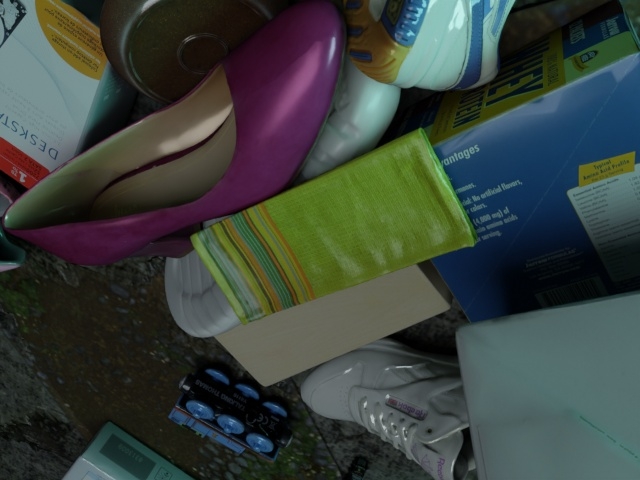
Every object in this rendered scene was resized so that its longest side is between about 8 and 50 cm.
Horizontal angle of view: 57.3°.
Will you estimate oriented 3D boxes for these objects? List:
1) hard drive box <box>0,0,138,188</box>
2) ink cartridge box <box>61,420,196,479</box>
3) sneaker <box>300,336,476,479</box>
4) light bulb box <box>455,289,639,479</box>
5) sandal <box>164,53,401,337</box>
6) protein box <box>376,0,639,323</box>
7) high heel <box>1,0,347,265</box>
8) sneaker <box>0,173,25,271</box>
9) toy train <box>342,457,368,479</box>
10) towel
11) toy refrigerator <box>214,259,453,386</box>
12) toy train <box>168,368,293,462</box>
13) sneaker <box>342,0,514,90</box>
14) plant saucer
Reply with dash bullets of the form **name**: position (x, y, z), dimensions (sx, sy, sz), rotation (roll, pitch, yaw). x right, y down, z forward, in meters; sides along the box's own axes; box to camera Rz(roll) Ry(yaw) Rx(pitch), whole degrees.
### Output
- **hard drive box**: position (-0.290, -0.177, 0.606), dimensions (0.181, 0.089, 0.232), rotation (35, 129, -4)
- **ink cartridge box**: position (-0.370, 0.542, 1.143), dimensions (0.308, 0.091, 0.385), rotation (37, 127, -6)
- **sneaker**: position (0.106, 0.194, 0.678), dimensions (0.305, 0.152, 0.114), rotation (-5, 124, 25)
- **light bulb box**: position (0.338, 0.162, 0.416), dimensions (0.358, 0.225, 0.361), rotation (-16, 157, 29)
- **sandal**: position (-0.043, -0.023, 0.607), dimensions (0.102, 0.169, 0.416), rotation (8, 142, -37)
- **protein box**: position (0.190, -0.044, 0.487), dimensions (0.199, 0.136, 0.201), rotation (-23, 113, 32)
- **high heel**: position (-0.140, -0.075, 0.503), dimensions (0.181, 0.127, 0.377), rotation (5, 146, -37)
- **sneaker**: position (-0.447, -0.092, 0.735), dimensions (0.131, 0.112, 0.319), rotation (4, 126, -11)
- **toy train**: position (0.040, 0.394, 0.916), dimensions (0.027, 0.036, 0.158), rotation (22, 129, 5)
- **towel**: position (0.000, 0.000, 0.486), dimensions (0.237, 0.021, 0.102), rotation (-22, 110, 30)
- **toy refrigerator**: position (0.011, 0.062, 0.659), dimensions (0.269, 0.094, 0.102), rotation (-31, 108, 33)
- **toy train**: position (-0.131, 0.259, 0.864), dimensions (0.184, 0.080, 0.105), rotation (31, 138, -5)
- **sneaker**: position (0.114, -0.251, 0.407), dimensions (0.131, 0.112, 0.296), rotation (3, 119, -32)
- **plant saucer**: position (-0.104, -0.171, 0.515), dimensions (0.168, 0.029, 0.168), rotation (-13, 151, -7)
